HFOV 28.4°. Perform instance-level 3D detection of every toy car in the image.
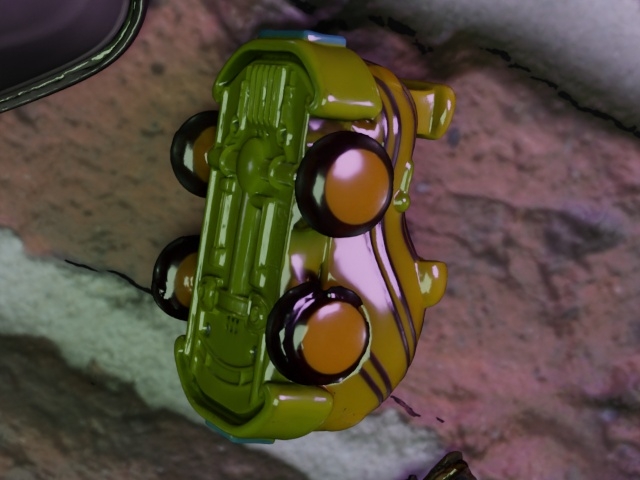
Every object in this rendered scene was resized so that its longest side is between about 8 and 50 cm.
[{"bbox_3d":[0.000,0.000,0.777,0.142,0.200,0.247,6,100,-29],"label":"toy car"}]

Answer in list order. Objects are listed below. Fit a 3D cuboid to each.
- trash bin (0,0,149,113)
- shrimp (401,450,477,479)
[{"bbox_3d":[-0.238,-0.168,0.693,0.220,0.250,0.219,-21,98,8],"label":"trash bin"},{"bbox_3d":[0.072,0.271,0.915,0.173,0.058,0.253,27,109,-14],"label":"shrimp"}]
